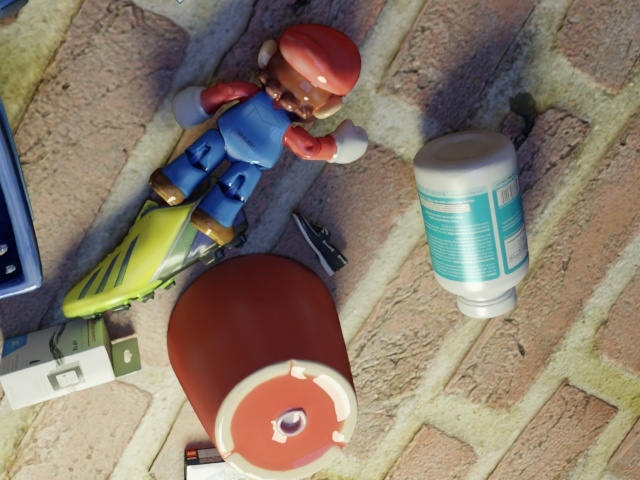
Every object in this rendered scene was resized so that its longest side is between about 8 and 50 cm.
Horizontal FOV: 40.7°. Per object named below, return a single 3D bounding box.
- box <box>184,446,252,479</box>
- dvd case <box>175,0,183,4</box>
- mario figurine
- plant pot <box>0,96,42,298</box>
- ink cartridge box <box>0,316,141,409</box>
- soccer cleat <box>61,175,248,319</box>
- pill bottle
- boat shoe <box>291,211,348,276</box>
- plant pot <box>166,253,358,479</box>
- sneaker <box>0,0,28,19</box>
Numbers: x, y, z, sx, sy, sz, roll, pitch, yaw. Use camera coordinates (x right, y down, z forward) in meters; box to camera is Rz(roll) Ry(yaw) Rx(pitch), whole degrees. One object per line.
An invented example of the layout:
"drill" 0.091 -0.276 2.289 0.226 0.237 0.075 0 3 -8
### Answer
"box" -0.145 0.447 1.432 0.159 0.044 0.233 -2 114 -15
"dvd case" -0.182 -0.368 1.076 0.087 0.013 0.119 -39 117 3
"mario figurine" -0.070 -0.147 1.145 0.320 0.170 0.198 -47 128 -3
"plant pot" -0.467 -0.060 1.018 0.236 0.212 0.236 -13 117 -10
"ink cartridge box" -0.349 0.161 1.212 0.180 0.104 0.060 -16 116 -9
"soccer cleat" -0.239 0.013 1.203 0.289 0.093 0.121 -29 88 3
"pill bottle" 0.228 -0.019 1.277 0.146 0.146 0.264 -18 117 -8
"boat shoe" 0.000 0.000 1.275 0.038 0.046 0.125 -34 121 0
"plant pot" -0.072 0.192 1.228 0.275 0.243 0.275 -7 115 -14
"sneaker" -0.453 -0.277 1.007 0.209 0.069 0.082 -17 113 -8
